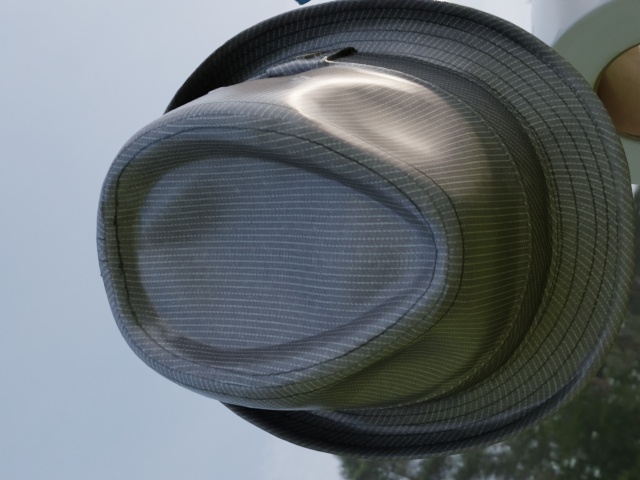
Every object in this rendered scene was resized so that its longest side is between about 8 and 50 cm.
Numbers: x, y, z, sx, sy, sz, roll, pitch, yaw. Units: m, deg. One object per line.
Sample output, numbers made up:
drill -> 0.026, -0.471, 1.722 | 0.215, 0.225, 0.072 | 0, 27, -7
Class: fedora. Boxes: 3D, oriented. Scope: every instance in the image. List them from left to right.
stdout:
fedora -> 0.000, 0.000, 0.451 | 0.124, 0.276, 0.243 | -12, -73, -63

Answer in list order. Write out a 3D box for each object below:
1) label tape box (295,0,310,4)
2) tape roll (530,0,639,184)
label tape box -> -0.029, -0.473, 1.057 | 0.249, 0.347, 0.115 | -35, -9, -17
tape roll -> 0.335, -0.198, 0.931 | 0.246, 0.246, 0.169 | 65, -152, -43
